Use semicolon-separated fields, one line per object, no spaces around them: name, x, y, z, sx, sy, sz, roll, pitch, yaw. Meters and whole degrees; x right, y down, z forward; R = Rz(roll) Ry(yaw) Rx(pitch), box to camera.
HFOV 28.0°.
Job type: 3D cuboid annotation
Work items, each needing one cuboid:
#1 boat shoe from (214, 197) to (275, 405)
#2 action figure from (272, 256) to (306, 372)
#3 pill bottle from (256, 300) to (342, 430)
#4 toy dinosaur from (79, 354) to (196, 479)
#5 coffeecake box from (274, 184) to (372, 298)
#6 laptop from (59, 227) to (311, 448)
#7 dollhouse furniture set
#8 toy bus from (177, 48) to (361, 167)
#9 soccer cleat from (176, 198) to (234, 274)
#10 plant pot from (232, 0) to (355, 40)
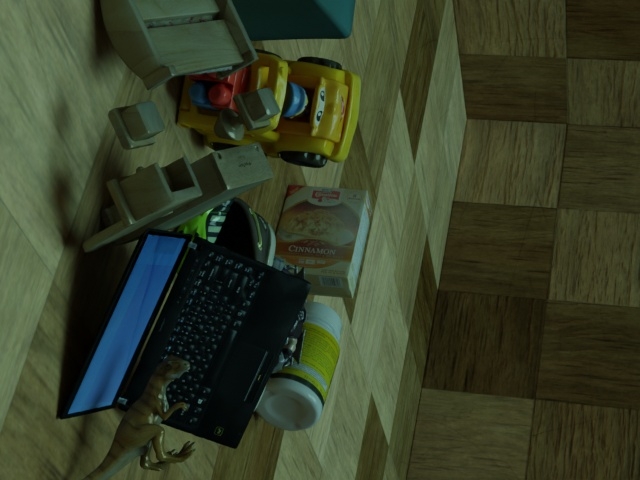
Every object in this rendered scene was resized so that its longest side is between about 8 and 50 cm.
boat shoe;-0.128;0.097;1.794;0.097;0.116;0.324;57;35;-60
action figure;-0.078;0.114;2.013;0.285;0.099;0.185;19;62;-78
pill bottle;-0.033;0.209;2.180;0.208;0.119;0.119;-70;159;-45
toy dinosaur;-0.211;0.228;1.463;0.211;0.112;0.064;-56;-158;-13
coffeecake box;0.000;0.000;2.199;0.068;0.142;0.185;76;23;-53
laptop;-0.149;0.124;1.510;0.234;0.264;0.136;-65;-157;4
dollhouse furniture set;-0.224;-0.190;1.473;0.303;0.174;0.355;-23;87;-61
toy bus;-0.081;-0.190;1.693;0.211;0.220;0.149;22;78;-69
soccer cleat;-0.160;-0.024;1.751;0.072;0.060;0.179;91;17;-53
plant pot;-0.062;-0.405;1.808;0.234;0.165;0.166;37;59;-64
